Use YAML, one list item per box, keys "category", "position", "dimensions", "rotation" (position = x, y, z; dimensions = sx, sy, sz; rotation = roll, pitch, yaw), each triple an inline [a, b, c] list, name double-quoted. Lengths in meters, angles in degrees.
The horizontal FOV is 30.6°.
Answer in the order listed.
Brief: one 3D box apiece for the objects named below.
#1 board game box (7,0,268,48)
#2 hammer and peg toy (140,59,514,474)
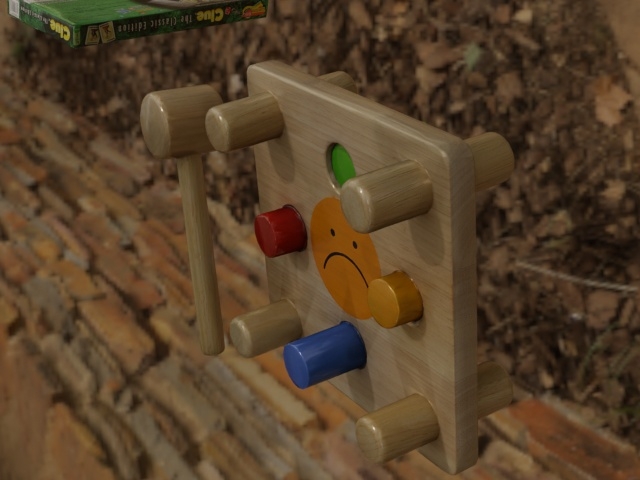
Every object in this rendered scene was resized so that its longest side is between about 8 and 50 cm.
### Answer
- category: "board game box"
  position: [-0.199, -0.261, 1.303]
  dimensions: [0.136, 0.259, 0.030]
  rotation: [32, 127, 38]
- category: "hammer and peg toy"
  position: [0.000, 0.000, 0.915]
  dimensions: [0.361, 0.127, 0.266]
  rotation: [30, 132, 51]
